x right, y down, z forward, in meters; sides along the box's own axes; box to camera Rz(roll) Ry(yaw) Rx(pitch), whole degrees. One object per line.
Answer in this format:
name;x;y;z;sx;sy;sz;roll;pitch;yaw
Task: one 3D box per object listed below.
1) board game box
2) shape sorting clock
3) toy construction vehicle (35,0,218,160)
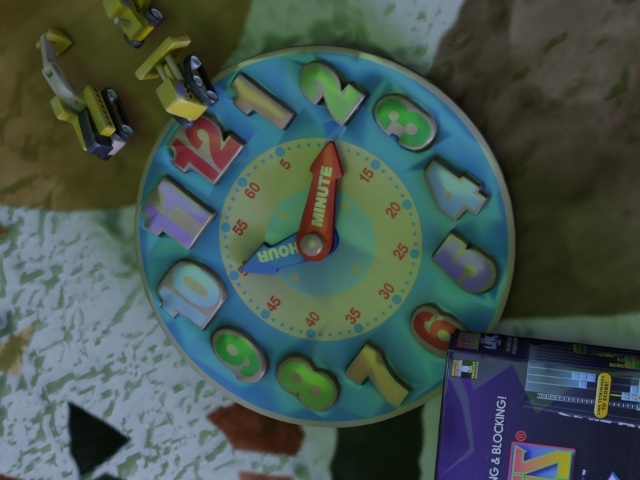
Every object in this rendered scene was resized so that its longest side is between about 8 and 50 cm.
board game box;0.128;0.138;1.020;0.141;0.048;0.170;5;103;5
shape sorting clock;0.000;0.000;1.047;0.206;0.040;0.206;3;100;15
toy construction vehicle;-0.107;-0.090;1.048;0.086;0.035;0.098;-39;63;31
